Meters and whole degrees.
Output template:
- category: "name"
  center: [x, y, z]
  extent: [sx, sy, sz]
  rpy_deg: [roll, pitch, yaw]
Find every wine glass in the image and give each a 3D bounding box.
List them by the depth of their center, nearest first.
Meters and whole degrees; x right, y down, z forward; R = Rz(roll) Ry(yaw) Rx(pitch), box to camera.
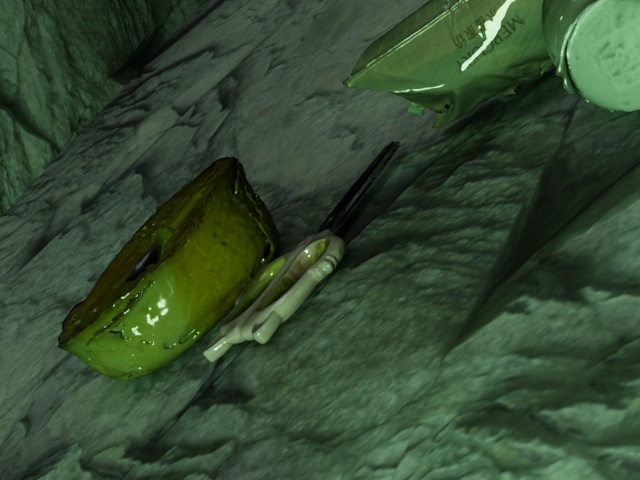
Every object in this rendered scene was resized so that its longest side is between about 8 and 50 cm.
- category: "wine glass"
  center: [0.238, -0.179, 1.353]
  extent: [0.111, 0.111, 0.204]
  rpy_deg: [-36, 15, 15]

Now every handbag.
- category: "handbag"
  center: [0.169, -0.199, 1.546]
  extent: [0.270, 0.182, 0.117]
  rpy_deg: [-35, 56, 25]

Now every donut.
- category: "donut"
  center: [-0.154, 0.041, 1.720]
  extent: [0.272, 0.107, 0.272]
  rpy_deg: [-42, 12, 11]

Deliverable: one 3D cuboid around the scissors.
- category: "scissors"
  center: [0.000, 0.000, 1.597]
  extent: [0.160, 0.024, 0.317]
  rpy_deg: [-25, 21, 51]
